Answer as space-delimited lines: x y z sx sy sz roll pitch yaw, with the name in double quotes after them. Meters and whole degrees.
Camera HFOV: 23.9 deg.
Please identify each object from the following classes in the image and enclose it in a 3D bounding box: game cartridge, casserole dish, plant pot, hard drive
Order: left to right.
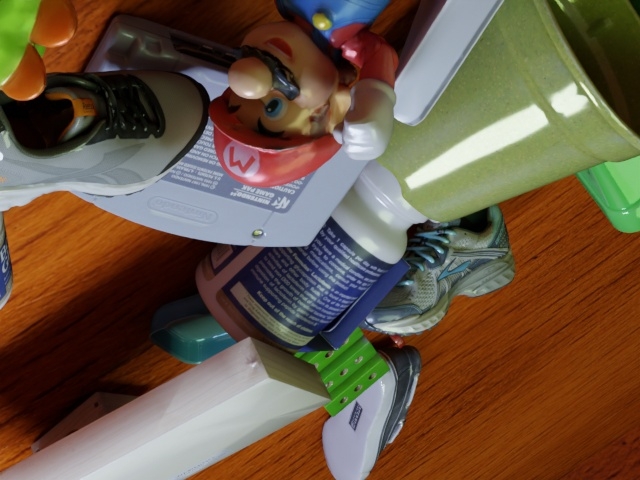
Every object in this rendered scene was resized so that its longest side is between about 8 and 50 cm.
-0.134 0.102 1.798 0.114 0.037 0.188 -17 157 11 "casserole dish"
-0.103 -0.089 1.422 0.294 0.060 0.196 16 123 -30 "game cartridge"
0.142 -0.257 1.331 0.203 0.040 0.307 -57 -172 37 "hard drive"
0.188 -0.153 1.552 0.254 0.276 0.276 -30 159 29 "plant pot"

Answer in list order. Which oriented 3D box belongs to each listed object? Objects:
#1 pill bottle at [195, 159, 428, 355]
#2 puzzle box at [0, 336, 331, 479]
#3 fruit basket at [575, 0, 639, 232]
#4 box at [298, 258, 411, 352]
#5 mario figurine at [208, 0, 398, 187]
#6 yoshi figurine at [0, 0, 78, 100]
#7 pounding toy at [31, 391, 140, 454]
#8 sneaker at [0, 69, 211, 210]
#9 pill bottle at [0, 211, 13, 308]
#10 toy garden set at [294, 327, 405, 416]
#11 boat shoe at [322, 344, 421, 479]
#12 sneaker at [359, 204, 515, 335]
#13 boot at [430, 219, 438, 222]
0.000 0.000 1.682 0.264 0.153 0.153 -42 153 16 "pill bottle"
-0.204 0.236 1.659 0.409 0.052 0.272 -28 164 7 "puzzle box"
0.445 -0.193 1.794 0.392 0.283 0.392 -15 135 -15 "fruit basket"
0.030 0.075 1.813 0.136 0.036 0.225 -47 -172 -16 "box"
-0.008 -0.188 1.235 0.170 0.198 0.321 17 109 -23 "mario figurine"
-0.315 -0.164 1.081 0.362 0.203 0.203 -30 117 23 "yoshi figurine"
-0.249 0.226 1.828 0.206 0.094 0.181 -39 151 22 "pounding toy"
-0.183 -0.091 1.216 0.271 0.100 0.108 -19 170 -46 "sneaker"
-0.330 -0.003 1.357 0.094 0.094 0.169 -25 153 -20 "pill bottle"
0.045 0.120 2.058 0.204 0.049 0.244 -40 149 -3 "toy garden set"
0.083 0.264 2.291 0.102 0.108 0.301 -17 142 -29 "boat shoe"
0.136 0.028 1.949 0.283 0.110 0.122 -27 121 -39 "sneaker"
0.130 -0.092 1.794 0.086 0.069 0.190 -12 138 -26 "boot"
